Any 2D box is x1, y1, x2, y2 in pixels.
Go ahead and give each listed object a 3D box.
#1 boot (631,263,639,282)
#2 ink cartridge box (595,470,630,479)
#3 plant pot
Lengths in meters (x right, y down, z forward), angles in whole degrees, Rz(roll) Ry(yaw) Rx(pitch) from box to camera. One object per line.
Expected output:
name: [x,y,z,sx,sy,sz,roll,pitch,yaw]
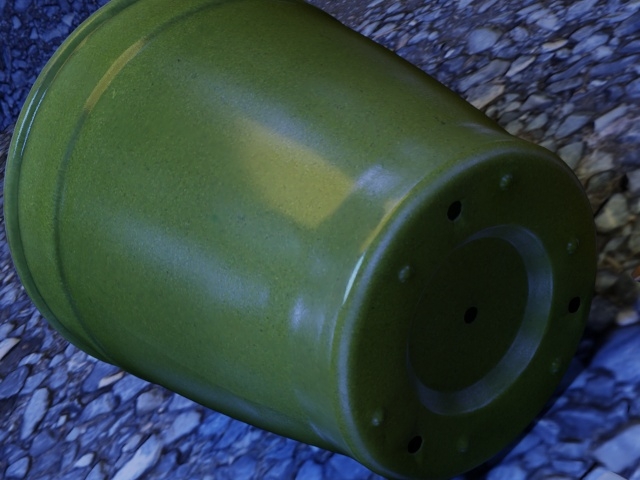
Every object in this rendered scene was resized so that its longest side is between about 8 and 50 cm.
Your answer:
boot: [0.308,-0.044,0.736,0.211,0.104,0.295,-45,8,18]
ink cartridge box: [0.139,0.195,0.349,0.153,0.086,0.208,-35,38,-26]
plant pot: [0.000,0.000,0.781,0.366,0.366,0.353,-44,39,-16]
